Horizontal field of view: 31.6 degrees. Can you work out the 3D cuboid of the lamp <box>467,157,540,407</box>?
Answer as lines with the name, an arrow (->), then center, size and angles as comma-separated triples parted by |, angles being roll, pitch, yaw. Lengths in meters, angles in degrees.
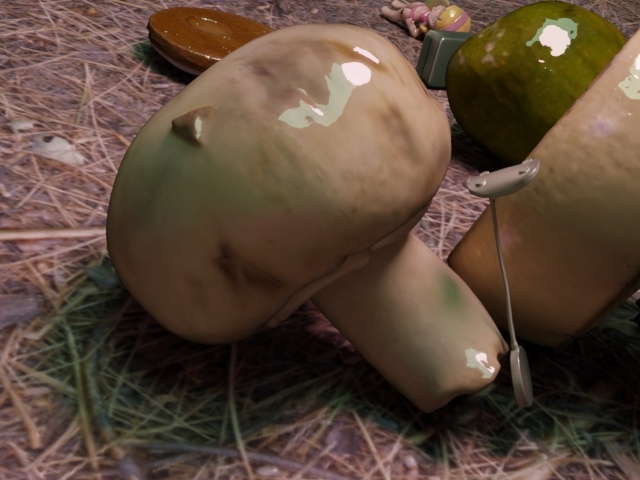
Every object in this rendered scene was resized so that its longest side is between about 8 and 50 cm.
lamp -> 0.159, 0.037, 0.885 | 0.056, 0.198, 0.050 | -8, 15, 17

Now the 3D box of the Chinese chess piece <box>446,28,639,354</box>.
Chinese chess piece -> 0.263, -0.054, 1.027 | 0.140, 0.338, 0.338 | 41, 32, 6

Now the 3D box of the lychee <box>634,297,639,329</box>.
lychee -> 0.410, 0.066, 0.968 | 0.267, 0.267, 0.267 | 13, 28, -7

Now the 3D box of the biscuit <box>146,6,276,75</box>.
biscuit -> -0.125, -0.247, 1.471 | 0.208, 0.049, 0.181 | -1, 32, -30

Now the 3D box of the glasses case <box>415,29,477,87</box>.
glasses case -> 0.228, -0.262, 1.659 | 0.184, 0.077, 0.039 | -2, 29, -32

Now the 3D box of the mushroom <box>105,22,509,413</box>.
mushroom -> 0.000, 0.000, 0.915 | 0.336, 0.314, 0.314 | 50, 31, -2

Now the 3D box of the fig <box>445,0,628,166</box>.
fig -> 0.304, -0.148, 1.422 | 0.314, 0.233, 0.233 | 58, 25, -14

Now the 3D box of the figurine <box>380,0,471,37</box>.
figurine -> 0.177, -0.351, 1.821 | 0.083, 0.083, 0.187 | -11, 25, -41
